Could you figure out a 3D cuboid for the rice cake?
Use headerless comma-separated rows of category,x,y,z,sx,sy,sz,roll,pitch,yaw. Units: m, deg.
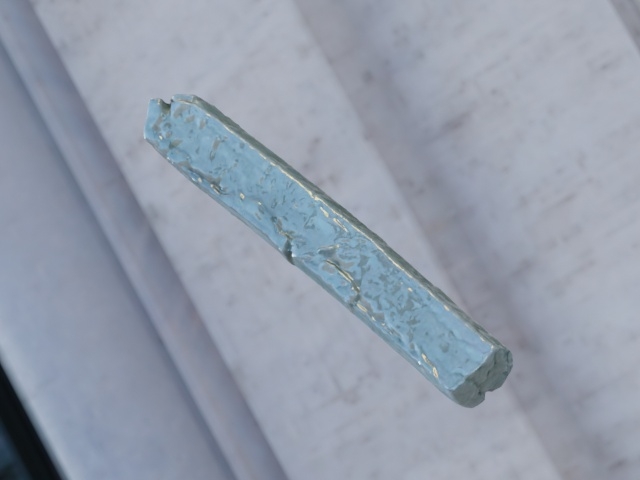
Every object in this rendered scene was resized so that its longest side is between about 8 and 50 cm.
rice cake,0.000,0.000,0.946,0.042,0.245,0.045,-52,-26,1
